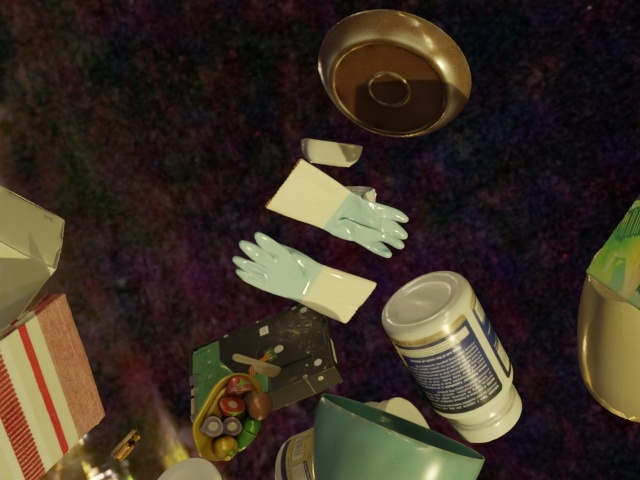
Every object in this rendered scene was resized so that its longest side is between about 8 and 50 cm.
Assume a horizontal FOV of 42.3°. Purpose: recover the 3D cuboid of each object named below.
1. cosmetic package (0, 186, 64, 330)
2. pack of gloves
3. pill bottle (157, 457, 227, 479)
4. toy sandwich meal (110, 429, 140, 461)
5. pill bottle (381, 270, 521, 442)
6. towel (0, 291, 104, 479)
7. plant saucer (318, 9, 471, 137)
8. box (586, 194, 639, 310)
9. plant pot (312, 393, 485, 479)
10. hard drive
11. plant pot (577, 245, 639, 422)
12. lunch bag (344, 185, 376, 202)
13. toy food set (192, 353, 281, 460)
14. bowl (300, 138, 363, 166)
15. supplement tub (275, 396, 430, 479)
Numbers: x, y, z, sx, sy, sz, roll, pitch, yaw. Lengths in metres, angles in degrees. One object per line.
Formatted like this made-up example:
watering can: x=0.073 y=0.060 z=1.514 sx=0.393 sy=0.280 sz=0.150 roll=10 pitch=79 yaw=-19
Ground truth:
cosmetic package: x=-0.540 y=0.079 z=1.301 sx=0.129 sy=0.296 sz=0.153 roll=32 pitch=-160 yaw=-26
pack of gloves: x=0.000 y=0.000 z=1.167 sx=0.195 sy=0.232 sz=0.046 roll=-53 pitch=35 yaw=17
pill bottle: x=-0.092 y=0.243 z=0.706 sx=0.065 sy=0.065 sz=0.116 roll=42 pitch=163 yaw=51
toy sandwich meal: x=-0.423 y=0.448 z=1.805 sx=0.029 sy=0.085 sz=0.085 roll=45 pitch=159 yaw=-2
pill bottle: x=0.221 y=0.193 z=1.344 sx=0.264 sy=0.153 sz=0.153 roll=59 pitch=165 yaw=-24
towel: x=-0.435 y=0.248 z=1.106 sx=0.037 sy=0.329 sz=0.237 roll=9 pitch=123 yaw=29
plant saucer: x=0.138 y=-0.309 z=1.626 sx=0.310 sy=0.311 sz=0.050 roll=90 pitch=-164 yaw=-51
box: x=0.476 y=0.029 z=0.875 sx=0.322 sy=0.058 sz=0.232 roll=42 pitch=106 yaw=42
plant pot: x=0.103 y=0.400 z=1.382 sx=0.290 sy=0.290 sz=0.195 roll=11 pitch=79 yaw=67
hard drive: x=-0.127 y=0.278 z=1.832 sx=0.237 sy=0.339 sz=0.064 roll=-104 pitch=-11 yaw=-53
plant pot: x=0.525 y=0.123 z=1.344 sx=0.256 sy=0.256 sz=0.274 roll=47 pitch=175 yaw=45
lunch bag: x=0.063 y=-0.063 z=1.538 sx=0.053 sy=0.083 sz=0.071 roll=-131 pitch=44 yaw=-62
toy food set: x=-0.152 y=0.328 z=1.569 sx=0.128 sy=0.218 sz=0.071 roll=33 pitch=171 yaw=-34
bowl: x=0.022 y=-0.204 z=1.944 sx=0.142 sy=0.142 sz=0.053 roll=-141 pitch=59 yaw=-81
supplement tub: x=0.080 y=0.498 z=1.851 sx=0.316 sy=0.228 sz=0.228 roll=-31 pitch=78 yaw=29
